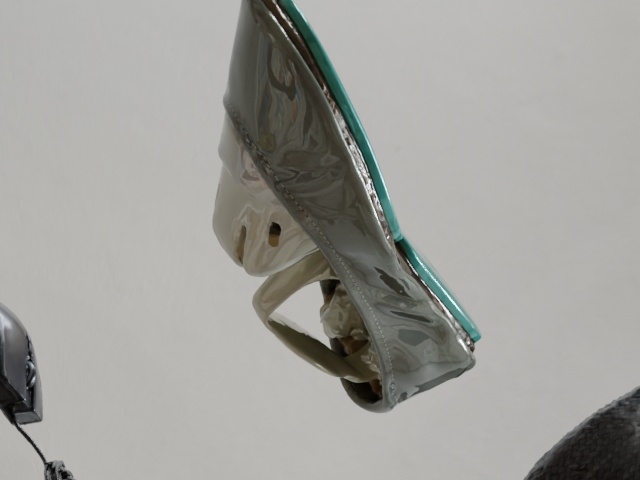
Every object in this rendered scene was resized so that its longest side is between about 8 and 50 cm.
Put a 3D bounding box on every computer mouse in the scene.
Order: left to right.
[{"bbox_3d":[-0.179,0.108,1.145,0.041,0.071,0.242,-32,-132,-8],"label":"computer mouse"}]

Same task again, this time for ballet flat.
[{"bbox_3d":[0.000,0.000,0.637,0.068,0.213,0.072,-32,-129,0],"label":"ballet flat"}]

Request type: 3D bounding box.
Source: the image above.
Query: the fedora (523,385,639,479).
[{"bbox_3d":[0.194,0.178,1.011,0.334,0.334,0.152,-40,-117,-12],"label":"fedora"}]
